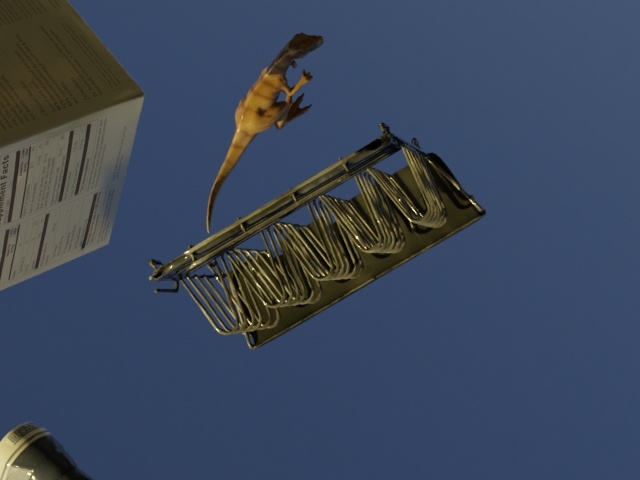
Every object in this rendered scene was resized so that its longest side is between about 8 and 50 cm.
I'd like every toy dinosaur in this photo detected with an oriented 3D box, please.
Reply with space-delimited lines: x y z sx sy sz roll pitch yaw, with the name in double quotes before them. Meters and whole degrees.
"toy dinosaur" -0.066 -0.119 1.487 0.064 0.211 0.112 31 -165 12

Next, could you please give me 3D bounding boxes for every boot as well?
"boot" -0.219 0.229 1.180 0.086 0.190 0.069 38 -133 20

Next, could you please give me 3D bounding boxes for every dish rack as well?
"dish rack" 0.000 0.000 1.062 0.208 0.271 0.074 -32 -97 8

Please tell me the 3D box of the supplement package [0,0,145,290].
"supplement package" -0.314 -0.076 1.203 0.263 0.198 0.199 -25 -116 -33
